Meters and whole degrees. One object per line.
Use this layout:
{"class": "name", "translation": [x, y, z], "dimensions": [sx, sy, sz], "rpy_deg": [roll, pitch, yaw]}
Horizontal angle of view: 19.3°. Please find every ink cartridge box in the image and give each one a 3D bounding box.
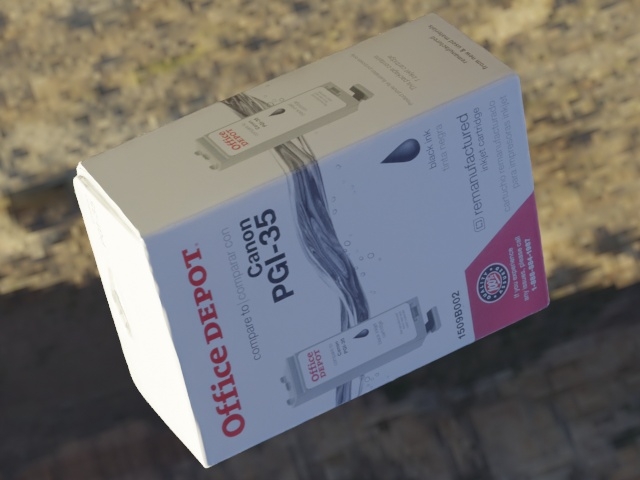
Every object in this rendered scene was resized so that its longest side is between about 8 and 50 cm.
{"class": "ink cartridge box", "translation": [0.000, 0.000, 1.287], "dimensions": [0.283, 0.117, 0.207], "rpy_deg": [-25, 127, -17]}
